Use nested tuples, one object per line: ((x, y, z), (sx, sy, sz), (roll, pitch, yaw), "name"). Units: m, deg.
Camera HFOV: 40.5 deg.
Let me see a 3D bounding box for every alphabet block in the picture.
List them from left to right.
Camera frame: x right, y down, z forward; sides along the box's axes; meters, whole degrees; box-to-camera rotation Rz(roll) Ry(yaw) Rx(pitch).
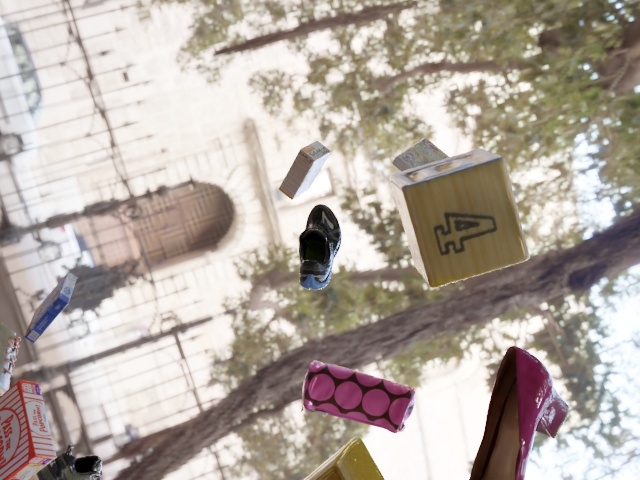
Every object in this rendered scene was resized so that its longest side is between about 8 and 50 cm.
((0.254, -0.046, 1.615), (0.192, 0.193, 0.197), (-99, 172, -78), "alphabet block")

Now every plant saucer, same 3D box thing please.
((0.026, 0.658, 1.914), (0.081, 0.333, 0.333), (26, 26, -53), "plant saucer")

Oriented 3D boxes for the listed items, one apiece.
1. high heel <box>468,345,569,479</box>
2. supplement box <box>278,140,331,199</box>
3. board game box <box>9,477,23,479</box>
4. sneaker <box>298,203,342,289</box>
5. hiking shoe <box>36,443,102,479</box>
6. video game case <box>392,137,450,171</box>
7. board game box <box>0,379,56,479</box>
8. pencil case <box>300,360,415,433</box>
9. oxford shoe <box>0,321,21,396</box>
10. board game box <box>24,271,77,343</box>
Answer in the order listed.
((0.279, 0.364, 1.446), (0.127, 0.377, 0.181), (-1, -41, 50), "high heel")
((-0.028, -0.127, 1.566), (0.036, 0.062, 0.098), (40, -53, 11), "supplement box")
((-0.452, 0.520, 1.184), (0.390, 0.390, 0.050), (63, 28, -12), "board game box")
((0.000, 0.000, 1.482), (0.188, 0.067, 0.078), (-79, 172, -47), "sneaker")
((-0.502, 0.527, 1.870), (0.086, 0.114, 0.227), (42, -8, 44), "hiking shoe")
((0.279, -0.129, 1.889), (0.227, 0.206, 0.026), (40, -61, 7), "video game case")
((-0.538, 0.350, 1.465), (0.045, 0.193, 0.147), (28, 29, -51), "board game box")
((0.070, 0.296, 1.614), (0.095, 0.209, 0.098), (90, 14, -60), "pencil case")
((-0.640, 0.230, 1.683), (0.348, 0.130, 0.123), (58, -22, 20), "oxford shoe")
((-0.418, 0.103, 1.345), (0.020, 0.090, 0.090), (38, 14, -19), "board game box")
